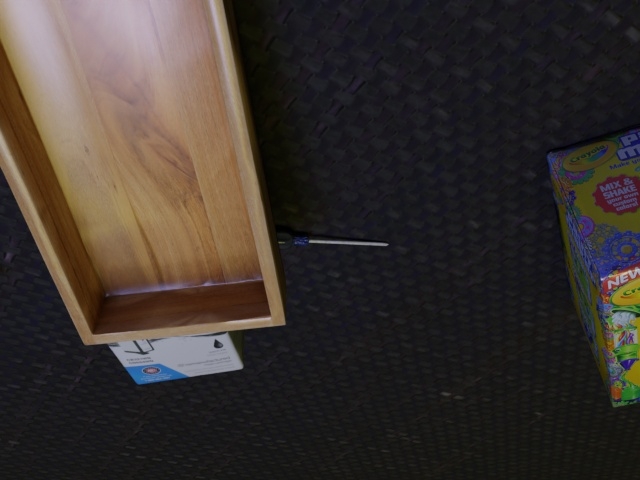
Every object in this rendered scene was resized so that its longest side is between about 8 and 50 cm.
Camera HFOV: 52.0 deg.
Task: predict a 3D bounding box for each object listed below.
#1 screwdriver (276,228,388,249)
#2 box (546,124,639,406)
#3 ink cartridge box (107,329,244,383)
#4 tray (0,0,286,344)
[{"bbox_3d":[0.000,0.000,0.766,0.169,0.024,0.025,2,168,-9],"label":"screwdriver"},{"bbox_3d":[0.423,0.012,0.697,0.289,0.177,0.279,-17,137,14],"label":"box"},{"bbox_3d":[-0.187,0.080,0.793,0.148,0.086,0.203,-9,139,5],"label":"ink cartridge box"},{"bbox_3d":[-0.157,-0.091,0.547,0.202,0.076,0.411,-6,128,2],"label":"tray"}]
